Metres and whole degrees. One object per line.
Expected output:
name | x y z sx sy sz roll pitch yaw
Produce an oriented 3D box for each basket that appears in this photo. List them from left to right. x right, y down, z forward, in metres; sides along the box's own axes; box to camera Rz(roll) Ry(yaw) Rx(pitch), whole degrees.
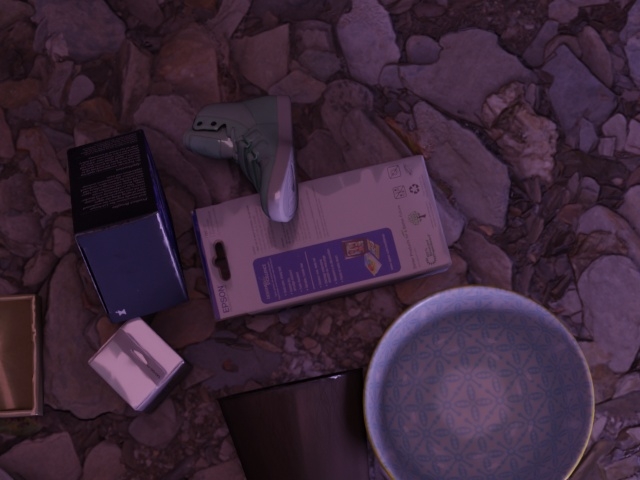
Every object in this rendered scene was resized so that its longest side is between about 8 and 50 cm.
basket | -0.018 0.295 1.444 0.204 0.154 0.226 -14 84 25

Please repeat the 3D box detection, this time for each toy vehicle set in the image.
toy vehicle set | -0.514 0.162 1.524 0.267 0.035 0.165 -3 79 0

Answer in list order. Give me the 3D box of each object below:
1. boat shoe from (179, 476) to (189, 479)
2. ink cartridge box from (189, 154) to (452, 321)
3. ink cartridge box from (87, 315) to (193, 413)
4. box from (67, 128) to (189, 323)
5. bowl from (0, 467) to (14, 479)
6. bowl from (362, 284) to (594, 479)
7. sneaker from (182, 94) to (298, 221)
boat shoe | -0.120 0.401 1.459 0.219 0.078 0.070 41 83 9
ink cartridge box | 0.000 0.000 1.542 0.333 0.065 0.165 -12 80 -4
ink cartridge box | -0.236 0.163 1.469 0.092 0.143 0.090 42 82 8
box | -0.251 -0.021 1.452 0.108 0.153 0.207 -16 40 -4
bowl | -0.475 0.423 1.407 0.298 0.134 0.297 -4 63 8
bowl | 0.194 0.210 1.455 0.290 0.156 0.289 0 80 -1
sneaker | -0.108 -0.104 1.501 0.151 0.094 0.256 -5 37 0
